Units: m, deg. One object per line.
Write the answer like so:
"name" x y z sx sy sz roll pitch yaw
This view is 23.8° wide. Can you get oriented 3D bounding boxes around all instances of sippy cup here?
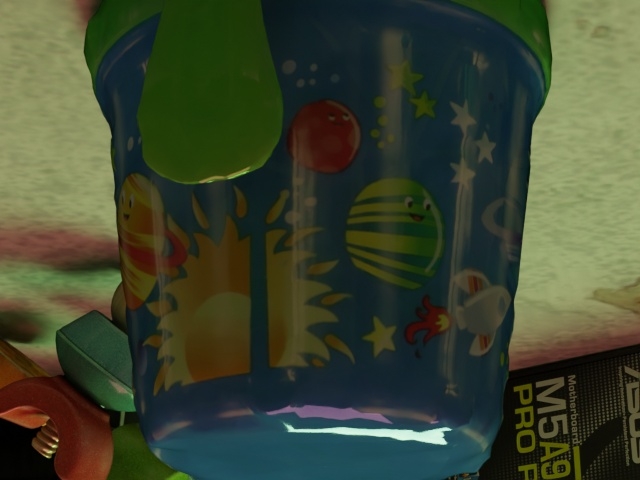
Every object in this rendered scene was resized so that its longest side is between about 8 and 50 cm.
"sippy cup" 0.000 0.000 0.735 0.305 0.224 0.240 18 152 -36

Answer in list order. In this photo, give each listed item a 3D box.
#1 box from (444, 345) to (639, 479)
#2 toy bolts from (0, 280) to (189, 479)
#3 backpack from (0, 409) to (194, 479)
"box" 0.206 0.239 1.272 0.216 0.270 0.060 -16 154 36
"toy bolts" -0.156 0.087 1.144 0.218 0.158 0.228 38 175 13
"backpack" -0.230 0.259 1.391 0.254 0.225 0.191 -11 151 35
